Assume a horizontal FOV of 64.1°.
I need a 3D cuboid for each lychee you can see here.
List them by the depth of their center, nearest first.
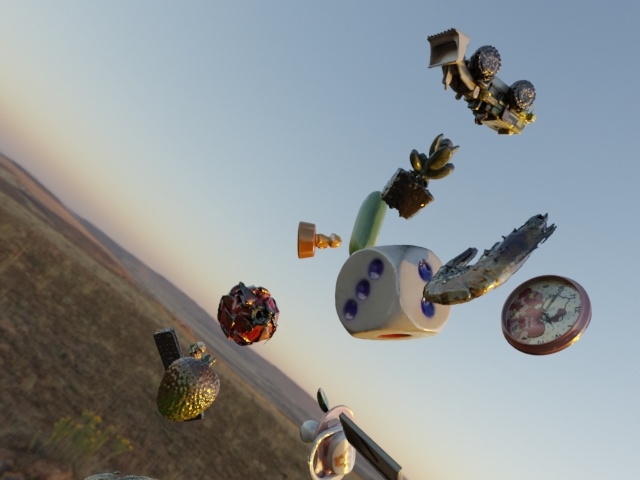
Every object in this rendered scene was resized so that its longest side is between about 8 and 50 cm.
[{"bbox_3d":[-0.256,0.282,0.998,0.114,0.146,0.114,27,-33,19],"label":"lychee"}]

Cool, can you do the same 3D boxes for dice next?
[{"bbox_3d":[0.215,0.162,1.533,0.243,0.252,0.259,13,-22,-37],"label":"dice"}]

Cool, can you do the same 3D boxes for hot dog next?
[{"bbox_3d":[-0.410,0.358,1.687,0.041,0.056,0.133,32,-11,-13],"label":"hot dog"}]

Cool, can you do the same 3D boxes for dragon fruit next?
[{"bbox_3d":[-0.217,0.231,1.579,0.193,0.193,0.274,18,-13,-39],"label":"dragon fruit"}]

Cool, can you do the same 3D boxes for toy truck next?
[{"bbox_3d":[0.337,-0.328,1.087,0.285,0.111,0.136,30,-2,-23],"label":"toy truck"}]

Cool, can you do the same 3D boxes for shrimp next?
[{"bbox_3d":[0.383,0.039,1.196,0.071,0.364,0.233,59,-23,-12],"label":"shrimp"}]

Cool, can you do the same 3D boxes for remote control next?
[{"bbox_3d":[-0.355,0.339,1.283,0.025,0.063,0.245,-39,113,-73],"label":"remote control"}]

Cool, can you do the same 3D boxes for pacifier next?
[{"bbox_3d":[0.037,0.809,2.031,0.220,0.332,0.273,0,10,-9],"label":"pacifier"}]

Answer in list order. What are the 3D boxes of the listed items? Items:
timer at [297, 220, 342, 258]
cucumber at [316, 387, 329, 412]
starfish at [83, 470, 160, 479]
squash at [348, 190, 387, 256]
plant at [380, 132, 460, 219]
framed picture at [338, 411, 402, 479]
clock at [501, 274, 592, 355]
[{"bbox_3d":[0.000,0.000,1.770,0.152,0.132,0.132,1,-21,2],"label":"timer"},{"bbox_3d":[0.004,0.626,2.011,0.067,0.035,0.108,-96,166,-60],"label":"cucumber"},{"bbox_3d":[-0.582,0.745,1.533,0.247,0.050,0.138,18,5,-32],"label":"starfish"},{"bbox_3d":[0.181,-0.056,1.930,0.107,0.395,0.107,14,-37,11],"label":"squash"},{"bbox_3d":[0.306,-0.200,1.558,0.149,0.275,0.146,32,26,-15],"label":"plant"},{"bbox_3d":[0.128,0.537,1.286,0.192,0.018,0.265,37,-22,28],"label":"framed picture"},{"bbox_3d":[0.602,0.198,1.381,0.056,0.244,0.244,43,-15,-28],"label":"clock"}]
